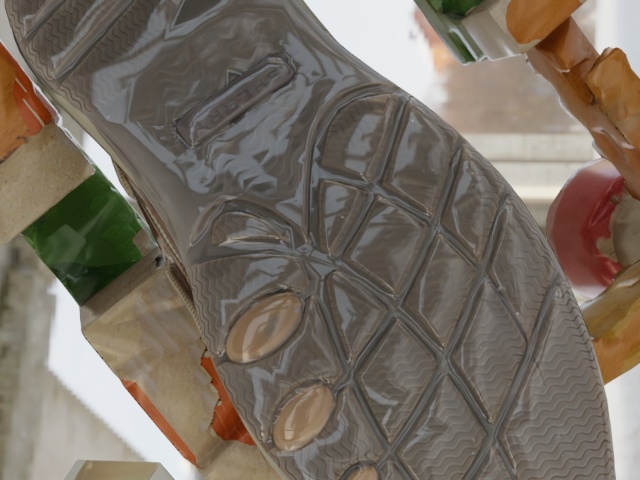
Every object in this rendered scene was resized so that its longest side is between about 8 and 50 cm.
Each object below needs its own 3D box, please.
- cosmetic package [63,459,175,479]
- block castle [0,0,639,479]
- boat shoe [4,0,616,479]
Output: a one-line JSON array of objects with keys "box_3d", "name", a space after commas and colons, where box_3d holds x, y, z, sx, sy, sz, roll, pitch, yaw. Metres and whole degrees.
[{"box_3d": [-0.192, 0.247, 1.497, 0.060, 0.115, 0.041, 58, -136, -33], "name": "cosmetic package"}, {"box_3d": [-0.022, -0.077, 0.779, 0.453, 0.303, 0.213, 51, 174, -9], "name": "block castle"}, {"box_3d": [0.000, 0.000, 0.574, 0.324, 0.123, 0.116, 58, 176, 24], "name": "boat shoe"}]
